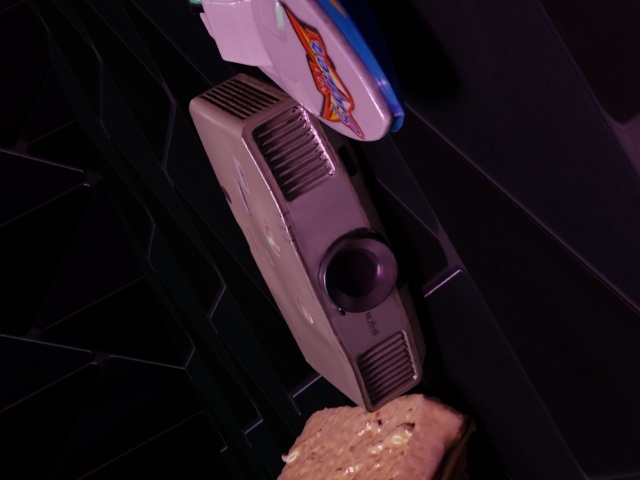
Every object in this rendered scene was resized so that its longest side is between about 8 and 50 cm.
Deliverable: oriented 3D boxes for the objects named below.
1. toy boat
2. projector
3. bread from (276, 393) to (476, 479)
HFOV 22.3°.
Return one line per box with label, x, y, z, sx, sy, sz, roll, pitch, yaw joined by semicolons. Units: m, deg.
toy boat;-0.018;-0.143;1.065;0.295;0.088;0.129;48;162;50
projector;0.000;0.000;1.312;0.269;0.088;0.193;66;166;-23
bread;0.056;0.284;1.358;0.198;0.263;0.236;33;155;-12
